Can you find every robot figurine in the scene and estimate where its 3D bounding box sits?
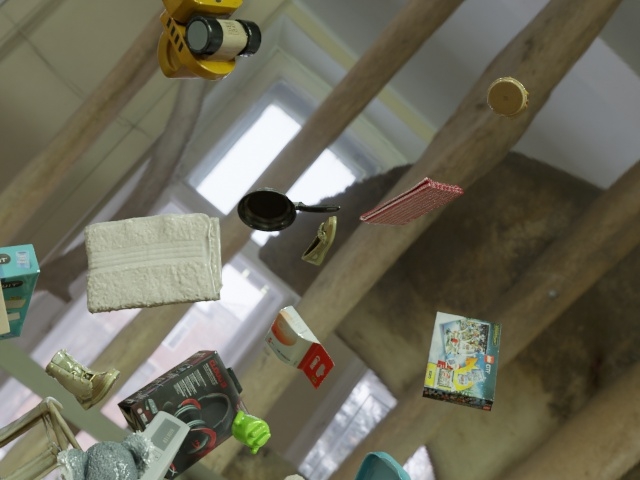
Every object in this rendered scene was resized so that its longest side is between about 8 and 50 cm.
[{"bbox_3d":[-0.165,0.447,1.775,0.115,0.067,0.101,1,-55,57],"label":"robot figurine"}]

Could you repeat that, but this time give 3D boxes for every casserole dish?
[{"bbox_3d":[0.118,0.481,1.450,0.114,0.037,0.188,40,-51,30],"label":"casserole dish"}]

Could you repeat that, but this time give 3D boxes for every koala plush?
[{"bbox_3d":[-0.366,0.456,1.329,0.196,0.221,0.203,-3,-8,-34],"label":"koala plush"}]

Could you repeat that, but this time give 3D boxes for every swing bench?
[{"bbox_3d":[-0.799,0.586,2.052,0.254,0.253,0.165,49,-11,28],"label":"swing bench"}]

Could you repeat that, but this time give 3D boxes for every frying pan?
[{"bbox_3d":[-0.120,-0.124,2.475,0.326,0.053,0.197,-20,-47,22],"label":"frying pan"}]

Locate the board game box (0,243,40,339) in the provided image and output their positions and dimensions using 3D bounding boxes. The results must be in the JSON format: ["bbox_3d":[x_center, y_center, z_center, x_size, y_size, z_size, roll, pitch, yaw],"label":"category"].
[{"bbox_3d":[-0.800,0.138,1.720,0.336,0.254,0.079,-51,-124,48],"label":"board game box"}]

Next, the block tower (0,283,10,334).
[{"bbox_3d":[-0.568,0.071,1.143,0.335,0.091,0.097,10,-72,52],"label":"block tower"}]

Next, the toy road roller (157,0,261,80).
[{"bbox_3d":[-0.339,-0.571,1.996,0.240,0.202,0.329,-33,-101,37],"label":"toy road roller"}]

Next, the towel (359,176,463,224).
[{"bbox_3d":[0.229,-0.092,1.872,0.275,0.199,0.031,1,62,-63],"label":"towel"}]

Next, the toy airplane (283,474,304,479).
[{"bbox_3d":[-0.125,0.694,1.612,0.272,0.384,0.386,50,-15,-15],"label":"toy airplane"}]

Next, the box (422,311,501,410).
[{"bbox_3d":[0.336,0.281,1.787,0.159,0.233,0.044,11,-45,9],"label":"box"}]

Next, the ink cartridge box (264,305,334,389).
[{"bbox_3d":[-0.055,0.266,1.816,0.179,0.045,0.145,54,-36,20],"label":"ink cartridge box"}]

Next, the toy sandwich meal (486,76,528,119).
[{"bbox_3d":[0.364,-0.277,1.463,0.085,0.029,0.085,14,-58,24],"label":"toy sandwich meal"}]

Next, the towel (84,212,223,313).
[{"bbox_3d":[-0.338,0.045,1.528,0.282,0.187,0.049,-7,-16,2],"label":"towel"}]

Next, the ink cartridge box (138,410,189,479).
[{"bbox_3d":[-0.443,0.603,1.646,0.091,0.385,0.308,30,23,0],"label":"ink cartridge box"}]

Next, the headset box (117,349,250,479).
[{"bbox_3d":[-0.330,0.430,1.930,0.110,0.293,0.218,-12,-74,55],"label":"headset box"}]

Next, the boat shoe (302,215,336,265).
[{"bbox_3d":[0.000,-0.001,1.874,0.048,0.056,0.153,16,-48,-12],"label":"boat shoe"}]

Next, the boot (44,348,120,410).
[{"bbox_3d":[-0.613,0.341,1.934,0.165,0.077,0.213,45,-44,-7],"label":"boot"}]
